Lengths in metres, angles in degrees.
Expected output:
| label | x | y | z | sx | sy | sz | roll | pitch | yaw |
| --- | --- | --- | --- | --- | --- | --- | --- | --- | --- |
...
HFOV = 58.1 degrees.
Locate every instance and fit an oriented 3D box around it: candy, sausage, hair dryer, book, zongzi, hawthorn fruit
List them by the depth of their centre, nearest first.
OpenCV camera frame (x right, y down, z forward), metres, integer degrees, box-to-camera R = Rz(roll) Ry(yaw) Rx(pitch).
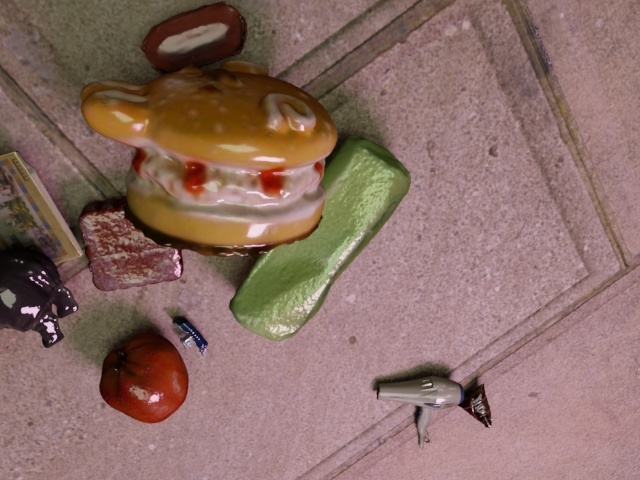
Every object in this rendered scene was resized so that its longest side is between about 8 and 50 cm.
| label | x | y | z | sx | sy | sz | roll | pitch | yaw |
| --- | --- | --- | --- | --- | --- | --- | --- | --- | --- |
| sausage | -0.164 | -0.265 | 0.761 | 0.141 | 0.076 | 0.076 | -24 | 117 | -3 |
| book | -0.453 | -0.023 | 0.796 | 0.192 | 0.013 | 0.168 | -16 | 118 | 10 |
| candy | 0.000 | 0.000 | 0.890 | 0.132 | 0.142 | 0.343 | 36 | 98 | -10 |
| hawthorn fruit | -0.271 | 0.221 | 0.913 | 0.133 | 0.133 | 0.138 | -35 | 127 | 2 |
| hair dryer | 0.173 | 0.338 | 1.140 | 0.167 | 0.067 | 0.199 | 15 | 123 | -11 |
| zongzi | 0.318 | 0.322 | 1.160 | 0.083 | 0.067 | 0.073 | 34 | 109 | -8 |

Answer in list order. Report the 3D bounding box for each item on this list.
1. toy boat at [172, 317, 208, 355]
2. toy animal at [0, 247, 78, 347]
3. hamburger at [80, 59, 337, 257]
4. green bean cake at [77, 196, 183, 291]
| label | x | y | z | sx | sy | sz | roll | pitch | yaw |
| --- | --- | --- | --- | --- | --- | --- | --- | --- | --- |
| toy boat | -0.216 | 0.161 | 0.952 | 0.038 | 0.038 | 0.083 | -33 | 118 | 1 |
| toy animal | -0.523 | 0.087 | 0.785 | 0.343 | 0.106 | 0.168 | 0 | 127 | -4 |
| hamburger | -0.131 | -0.122 | 0.718 | 0.302 | 0.261 | 0.186 | -1 | 121 | -12 |
| green bean cake | -0.278 | 0.002 | 0.856 | 0.135 | 0.056 | 0.136 | -9 | 116 | -12 |
